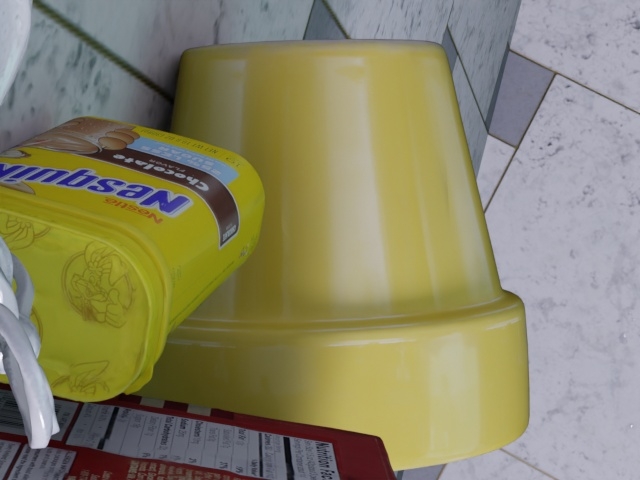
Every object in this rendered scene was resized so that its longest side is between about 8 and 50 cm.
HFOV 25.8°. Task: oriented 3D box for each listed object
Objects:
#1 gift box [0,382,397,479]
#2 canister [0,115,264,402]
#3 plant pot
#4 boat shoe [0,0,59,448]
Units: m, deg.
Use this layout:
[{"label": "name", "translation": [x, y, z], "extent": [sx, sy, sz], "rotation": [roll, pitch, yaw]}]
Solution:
[{"label": "gift box", "translation": [-0.110, 0.211, 0.594], "extent": [0.255, 0.276, 0.258], "rotation": [-83, -177, -82]}, {"label": "canister", "translation": [-0.105, -0.001, 0.626], "extent": [0.170, 0.126, 0.073], "rotation": [-49, 151, -68]}, {"label": "plant pot", "translation": [0.000, 0.000, 0.865], "extent": [0.254, 0.254, 0.239], "rotation": [-16, 105, -76]}, {"label": "boat shoe", "translation": [-0.142, 0.029, 0.414], "extent": [0.136, 0.156, 0.367], "rotation": [91, 19, -49]}]
